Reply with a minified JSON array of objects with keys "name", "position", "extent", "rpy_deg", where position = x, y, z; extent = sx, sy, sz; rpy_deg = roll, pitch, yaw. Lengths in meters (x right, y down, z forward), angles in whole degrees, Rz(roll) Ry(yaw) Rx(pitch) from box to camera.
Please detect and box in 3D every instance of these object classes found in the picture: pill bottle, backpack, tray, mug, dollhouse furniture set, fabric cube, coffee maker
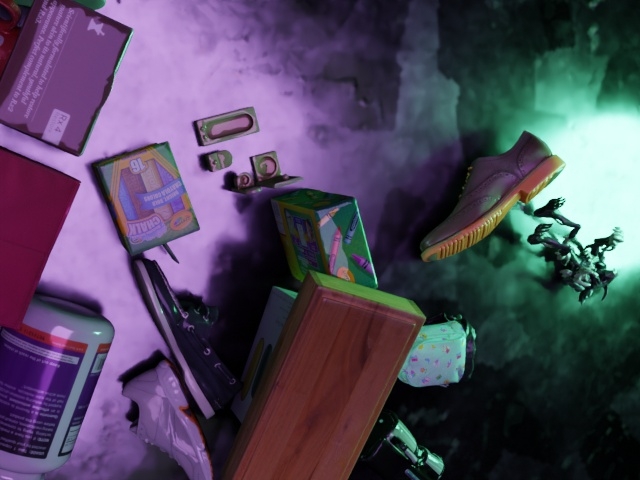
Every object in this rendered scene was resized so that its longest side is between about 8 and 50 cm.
[{"name":"pill bottle","position":[-0.486,0.264,1.328],"extent":[0.181,0.181,0.323],"rpy_deg":[21,89,-22]},{"name":"backpack","position":[0.232,0.238,1.639],"extent":[0.181,0.115,0.152],"rpy_deg":[-2,100,-18]},{"name":"tray","position":[0.000,0.270,1.327],"extent":[0.202,0.076,0.411],"rpy_deg":[18,105,-21]},{"name":"mug","position":[-0.563,-0.349,1.261],"extent":[0.169,0.113,0.150],"rpy_deg":[30,102,-17]},{"name":"dollhouse furniture set","position":[-0.134,-0.166,1.442],"extent":[0.144,0.123,0.151],"rpy_deg":[-18,102,-19]},{"name":"fabric cube","position":[-0.571,-0.041,1.186],"extent":[0.258,0.254,0.259],"rpy_deg":[24,86,-42]},{"name":"coffee maker","position":[0.147,0.472,1.646],"extent":[0.171,0.120,0.178],"rpy_deg":[-39,109,12]}]

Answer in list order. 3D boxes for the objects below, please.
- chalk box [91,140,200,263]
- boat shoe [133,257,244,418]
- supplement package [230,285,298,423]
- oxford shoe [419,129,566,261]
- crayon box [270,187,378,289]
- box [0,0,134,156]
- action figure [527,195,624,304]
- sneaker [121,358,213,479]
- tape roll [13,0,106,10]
[{"name":"chalk box","position":[-0.305,-0.055,1.386],"extent":[0.132,0.132,0.213],"rpy_deg":[-21,102,-18]},{"name":"boat shoe","position":[-0.234,0.167,1.442],"extent":[0.113,0.127,0.340],"rpy_deg":[-27,107,-16]},{"name":"supplement package","position":[-0.020,0.253,1.495],"extent":[0.198,0.199,0.263],"rpy_deg":[19,90,-21]},{"name":"oxford shoe","position":[0.340,-0.091,1.659],"extent":[0.363,0.130,0.133],"rpy_deg":[-37,75,-6]},{"name":"crayon box","position":[0.000,0.000,1.431],"extent":[0.081,0.278,0.165],"rpy_deg":[-19,103,-16]},{"name":"box","position":[-0.399,-0.240,1.192],"extent":[0.143,0.381,0.191],"rpy_deg":[23,88,-22]},{"name":"action figure","position":[0.590,0.035,1.741],"extent":[0.275,0.141,0.164],"rpy_deg":[39,71,-19]},{"name":"sneaker","position":[-0.289,0.361,1.472],"extent":[0.121,0.099,0.263],"rpy_deg":[-22,96,-10]},{"name":"tape roll","position":[-0.502,-0.422,1.128],"extent":[0.391,0.392,0.072],"rpy_deg":[10,93,-22]}]
